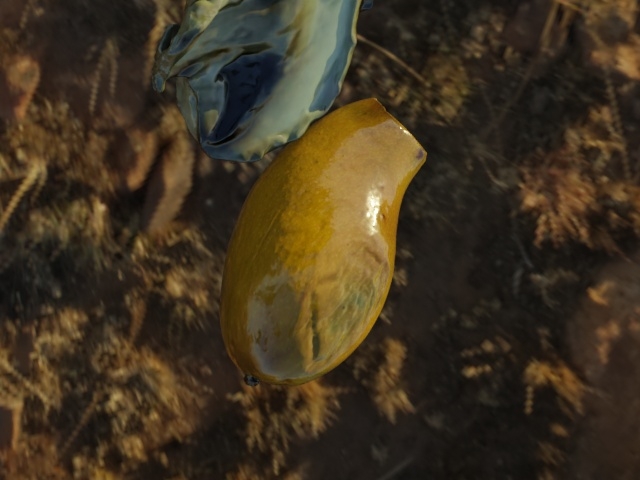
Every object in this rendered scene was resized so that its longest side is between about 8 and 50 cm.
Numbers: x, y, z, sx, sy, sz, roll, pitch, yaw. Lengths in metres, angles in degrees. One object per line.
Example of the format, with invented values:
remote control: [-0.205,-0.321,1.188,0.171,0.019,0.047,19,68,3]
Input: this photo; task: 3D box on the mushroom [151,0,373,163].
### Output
mushroom: [-0.067,-0.232,1.328,0.247,0.130,0.344,-31,146,-18]

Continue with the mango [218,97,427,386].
mango: [-0.003,-0.002,1.573,0.187,0.144,0.359,10,65,19]
